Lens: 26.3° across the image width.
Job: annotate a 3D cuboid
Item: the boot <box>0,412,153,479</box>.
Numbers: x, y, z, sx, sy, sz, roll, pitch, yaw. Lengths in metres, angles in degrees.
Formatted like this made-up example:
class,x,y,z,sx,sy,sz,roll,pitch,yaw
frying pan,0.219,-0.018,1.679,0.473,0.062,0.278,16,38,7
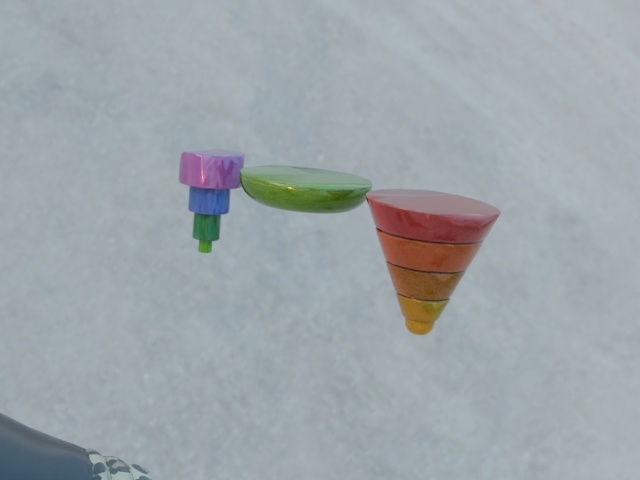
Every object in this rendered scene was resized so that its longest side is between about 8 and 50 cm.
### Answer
class,x,y,z,sx,sy,sz,roll,pitch,yaw
boot,-0.167,0.156,0.563,0.179,0.085,0.236,30,48,-25

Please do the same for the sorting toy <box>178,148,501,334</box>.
class,x,y,z,sx,sy,sz,roll,pitch,yaw
sorting toy,0.000,0.000,1.296,0.365,0.126,0.127,14,14,38
